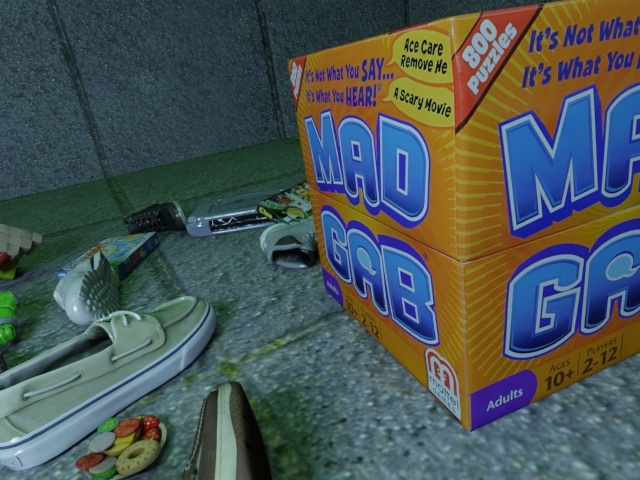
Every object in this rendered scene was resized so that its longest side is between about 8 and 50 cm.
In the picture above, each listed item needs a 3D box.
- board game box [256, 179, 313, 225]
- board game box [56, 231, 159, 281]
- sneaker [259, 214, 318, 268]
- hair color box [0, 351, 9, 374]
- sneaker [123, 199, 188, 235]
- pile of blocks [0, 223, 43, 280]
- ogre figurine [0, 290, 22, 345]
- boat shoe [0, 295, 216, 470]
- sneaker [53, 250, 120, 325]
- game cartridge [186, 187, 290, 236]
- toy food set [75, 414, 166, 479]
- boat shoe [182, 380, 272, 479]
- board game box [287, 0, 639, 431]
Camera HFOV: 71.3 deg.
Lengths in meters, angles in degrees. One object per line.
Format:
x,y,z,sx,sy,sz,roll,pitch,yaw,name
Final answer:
-0.019,-0.088,1.069,0.136,0.030,0.260,34,37,17,board game box
-0.466,0.037,1.000,0.136,0.035,0.201,-8,20,4,board game box
0.000,0.000,0.852,0.229,0.086,0.132,-21,26,-2,sneaker
-0.515,0.187,0.596,0.168,0.053,0.093,-1,20,23,hair color box
-0.429,-0.046,1.164,0.118,0.083,0.222,-29,20,-30,sneaker
-0.794,0.067,1.003,0.363,0.149,0.112,-13,62,15,pile of blocks
-0.581,0.128,0.727,0.197,0.096,0.118,-18,31,9,ogre figurine
-0.245,0.138,0.549,0.109,0.094,0.302,3,24,29,boat shoe
-0.413,0.096,0.776,0.095,0.090,0.235,-27,20,-11,sneaker
-0.186,-0.081,1.172,0.295,0.060,0.196,-9,24,0,game cartridge
-0.198,0.207,0.450,0.083,0.020,0.083,-10,21,-3,toy food set
-0.084,0.202,0.317,0.095,0.095,0.257,-18,22,-7,boat shoe
0.208,-0.077,0.555,0.357,0.355,0.356,-16,22,-18,board game box
